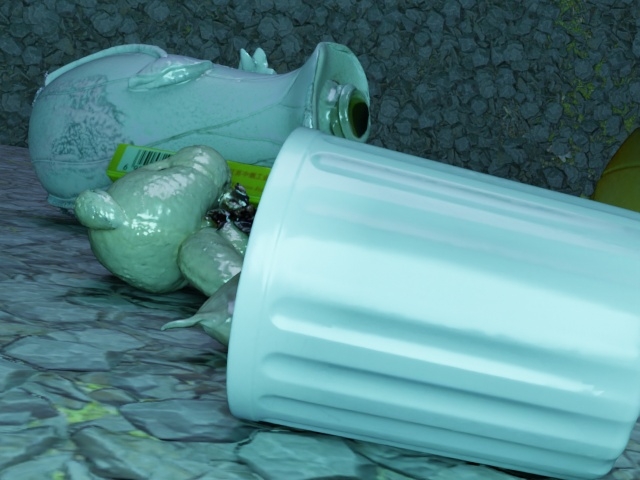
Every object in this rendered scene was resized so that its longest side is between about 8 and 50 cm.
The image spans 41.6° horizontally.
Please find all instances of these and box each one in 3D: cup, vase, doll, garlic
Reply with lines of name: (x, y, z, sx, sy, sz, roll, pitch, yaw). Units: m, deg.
cup: (0.070, 0.034, 0.491, 0.202, 0.166, 0.221, 12, 9, 7)
vase: (-0.154, -0.139, 1.093, 0.445, 0.249, 0.250, -2, 2, 26)
doll: (-0.069, 0.000, 0.761, 0.278, 0.149, 0.175, 21, -18, 7)
garlic: (-0.034, 0.052, 0.611, 0.084, 0.066, 0.152, 8, 30, 26)

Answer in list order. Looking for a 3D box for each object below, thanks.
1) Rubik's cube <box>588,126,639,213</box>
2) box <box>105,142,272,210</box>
Rubik's cube: (0.401, 0.037, 0.873, 0.254, 0.254, 0.254, 9, 7, -1)
box: (-0.048, -0.017, 0.917, 0.335, 0.047, 0.187, 12, -25, 21)
